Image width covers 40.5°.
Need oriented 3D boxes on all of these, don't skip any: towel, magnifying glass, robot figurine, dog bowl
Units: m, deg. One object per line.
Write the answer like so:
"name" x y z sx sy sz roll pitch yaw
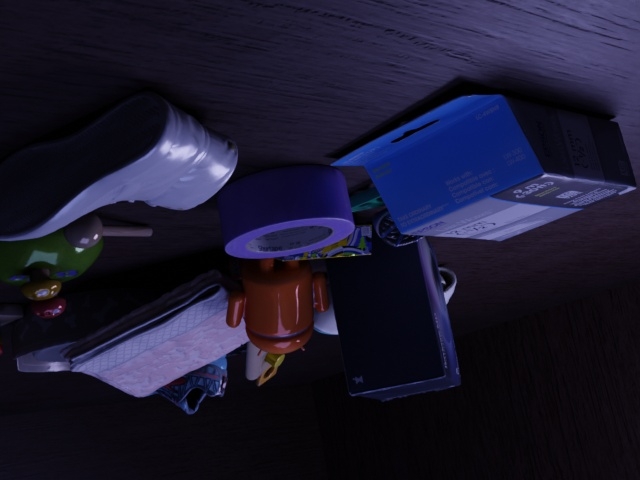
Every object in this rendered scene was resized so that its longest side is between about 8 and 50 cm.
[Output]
"towel" -0.270 0.186 1.636 0.332 0.053 0.317 -28 157 5
"magnifying glass" 0.060 -0.060 1.353 0.231 0.026 0.092 -17 169 17
"robot figurine" -0.077 0.106 1.527 0.128 0.219 0.158 15 -150 32
"dog bowl" -0.452 0.181 1.751 0.349 0.102 0.349 -11 166 -3

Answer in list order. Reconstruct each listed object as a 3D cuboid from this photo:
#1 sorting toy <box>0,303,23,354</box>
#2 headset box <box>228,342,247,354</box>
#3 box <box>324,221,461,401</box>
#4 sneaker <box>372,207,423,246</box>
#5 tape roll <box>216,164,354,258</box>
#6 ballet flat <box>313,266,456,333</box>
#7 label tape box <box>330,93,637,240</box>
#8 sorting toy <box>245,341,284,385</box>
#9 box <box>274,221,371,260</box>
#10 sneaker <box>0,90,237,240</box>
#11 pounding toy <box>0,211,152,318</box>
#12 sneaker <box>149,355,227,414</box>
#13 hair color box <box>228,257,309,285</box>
"sorting toy" -0.725 0.187 1.595 0.256 0.089 0.257 -21 162 34
"headset box" -0.262 0.210 1.982 0.293 0.110 0.218 -15 165 16
"box" 0.141 0.138 1.626 0.183 0.296 0.294 -14 166 12
"sneaker" 0.182 -0.050 1.417 0.211 0.080 0.081 -11 -164 -15
"tape roll" -0.050 -0.038 1.245 0.189 0.080 0.189 -10 166 -2
"ballet flat" 0.146 0.112 1.928 0.400 0.139 0.139 -5 165 -37
"label tape box" 0.226 -0.089 1.187 0.348 0.115 0.249 0 163 -43
"sorting toy" -0.081 0.216 1.930 0.196 0.047 0.347 -39 155 -31
"box" 0.000 0.000 1.445 0.169 0.054 0.059 -3 -172 -27
"sneaker" -0.233 -0.058 0.977 0.293 0.108 0.169 -19 160 26
"pounding toy" -0.380 0.045 1.257 0.237 0.110 0.183 -16 165 20
"sneaker" -0.316 0.323 1.905 0.262 0.125 0.104 -21 160 31
"hair color box" -0.093 0.047 1.612 0.141 0.043 0.072 -11 166 3
